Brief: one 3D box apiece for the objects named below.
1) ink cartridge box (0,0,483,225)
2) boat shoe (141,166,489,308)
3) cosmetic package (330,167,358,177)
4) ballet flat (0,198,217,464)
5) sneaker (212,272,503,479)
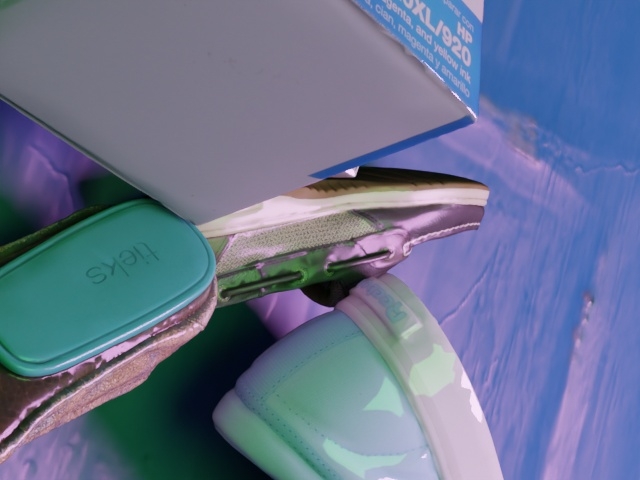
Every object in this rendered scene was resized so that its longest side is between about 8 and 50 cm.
[{"bbox_3d":[-0.037,-0.161,0.664,0.168,0.171,0.232,35,49,-39],"label":"ink cartridge box"},{"bbox_3d":[0.000,0.000,0.818,0.224,0.080,0.073,-6,101,-38],"label":"boat shoe"},{"bbox_3d":[-0.027,-0.065,0.759,0.041,0.115,0.060,31,71,-41],"label":"cosmetic package"},{"bbox_3d":[-0.170,0.070,0.629,0.316,0.106,0.107,-18,68,-47],"label":"ballet flat"},{"bbox_3d":[0.038,0.194,0.847,0.150,0.135,0.366,-28,117,-10],"label":"sneaker"}]
